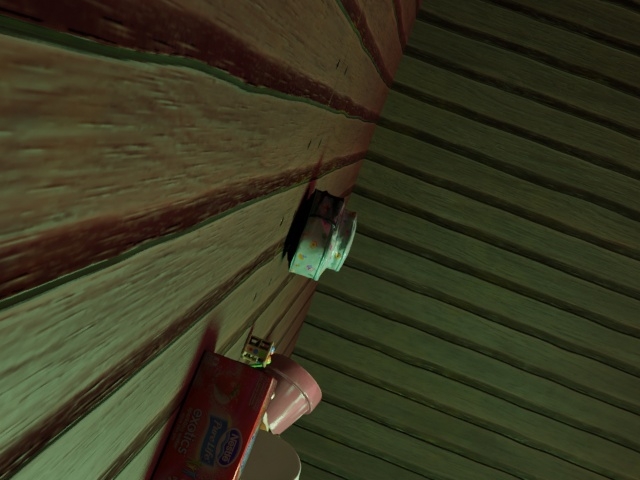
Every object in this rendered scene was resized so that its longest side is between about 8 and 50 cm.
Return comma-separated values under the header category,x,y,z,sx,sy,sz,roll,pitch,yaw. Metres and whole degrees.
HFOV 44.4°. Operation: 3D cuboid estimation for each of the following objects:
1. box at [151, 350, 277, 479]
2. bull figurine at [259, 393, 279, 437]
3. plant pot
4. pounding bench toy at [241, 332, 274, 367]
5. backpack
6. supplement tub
category,x,y,z,sx,sy,sz,roll,pitch,yaw
box,-0.173,0.322,1.274,0.128,0.122,0.257,90,21,-77
bull figurine,-0.186,0.520,1.969,0.101,0.188,0.310,3,-123,54
plant pot,-0.127,0.452,2.215,0.180,0.201,0.201,-48,166,-30
pounding bench toy,-0.145,0.264,1.768,0.052,0.065,0.083,101,11,-69
backpack,0.000,0.000,1.850,0.188,0.144,0.166,-63,179,-35
supplement tub,-0.186,0.611,1.761,0.235,0.235,0.325,-58,169,-69
